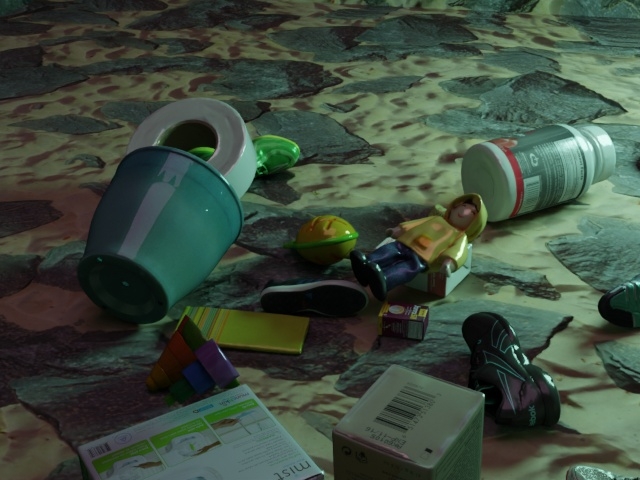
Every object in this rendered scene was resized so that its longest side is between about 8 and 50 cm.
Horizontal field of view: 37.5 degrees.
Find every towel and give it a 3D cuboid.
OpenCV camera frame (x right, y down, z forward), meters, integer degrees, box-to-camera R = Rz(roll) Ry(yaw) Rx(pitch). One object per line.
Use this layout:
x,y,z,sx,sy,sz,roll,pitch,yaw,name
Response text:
-0.143,0.164,1.692,0.237,0.021,0.102,4,35,9,towel

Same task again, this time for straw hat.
0.247,-0.040,1.920,0.144,0.061,0.144,17,-1,0,straw hat

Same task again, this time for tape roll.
-0.290,-0.183,2.122,0.286,0.100,0.286,-6,57,9,tape roll

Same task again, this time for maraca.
0.000,0.000,1.906,0.127,0.099,0.185,-10,3,-30,maraca

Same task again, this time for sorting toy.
-0.211,0.203,1.446,0.126,0.127,0.365,-36,6,-10,sorting toy

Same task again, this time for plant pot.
-0.314,0.007,1.761,0.271,0.272,0.255,7,44,17,plant pot

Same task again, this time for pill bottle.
0.485,-0.159,2.076,0.318,0.176,0.176,-15,31,-23,pill bottle

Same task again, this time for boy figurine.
0.203,0.009,1.745,0.285,0.092,0.177,-28,40,-16,boy figurine

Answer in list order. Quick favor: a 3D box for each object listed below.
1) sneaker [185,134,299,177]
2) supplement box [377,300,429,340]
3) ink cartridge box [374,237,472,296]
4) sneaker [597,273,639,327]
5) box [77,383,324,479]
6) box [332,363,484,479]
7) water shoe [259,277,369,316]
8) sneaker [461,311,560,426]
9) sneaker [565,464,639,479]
-0.190,-0.168,2.235,0.295,0.109,0.123,-11,44,-10,sneaker
0.148,0.143,1.683,0.083,0.043,0.055,6,28,14,supplement box
0.184,0.033,1.856,0.198,0.067,0.115,16,34,29,ink cartridge box
0.578,0.103,1.719,0.223,0.083,0.098,-11,9,-24,sneaker
-0.158,0.336,1.263,0.262,0.127,0.231,-18,33,-27,box
0.102,0.318,1.085,0.121,0.311,0.148,15,32,28,box
-0.011,0.093,1.755,0.203,0.073,0.080,0,26,3,water shoe
0.278,0.202,1.510,0.106,0.101,0.267,-12,30,-13,sneaker
0.440,0.339,1.253,0.225,0.093,0.088,12,32,26,sneaker
